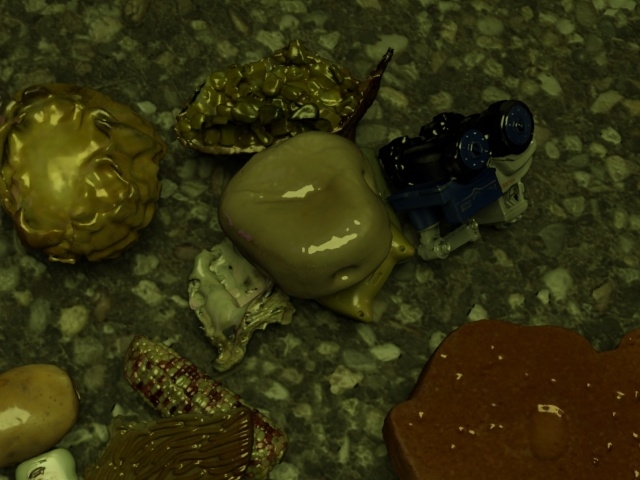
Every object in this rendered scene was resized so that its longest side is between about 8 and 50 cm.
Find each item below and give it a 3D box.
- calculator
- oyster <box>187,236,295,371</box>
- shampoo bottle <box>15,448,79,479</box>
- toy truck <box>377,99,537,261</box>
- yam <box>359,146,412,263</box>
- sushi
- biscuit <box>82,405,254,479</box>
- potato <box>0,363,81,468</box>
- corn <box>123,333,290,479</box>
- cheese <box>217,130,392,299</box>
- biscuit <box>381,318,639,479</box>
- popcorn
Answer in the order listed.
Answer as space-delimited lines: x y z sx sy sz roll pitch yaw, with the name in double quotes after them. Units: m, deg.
0.000 0.000 1.601 0.237 0.033 0.157 33 96 23 "calculator"
-0.111 0.083 1.590 0.163 0.081 0.191 15 69 29 "oyster"
-0.329 0.344 1.496 0.077 0.045 0.151 -19 76 -11 "shampoo bottle"
0.202 -0.083 1.621 0.213 0.161 0.176 -30 103 -34 "toy truck"
0.069 -0.041 1.638 0.078 0.078 0.179 -18 77 -10 "yam"
-0.050 -0.185 1.618 0.297 0.179 0.166 2 61 -5 "sushi"
-0.185 0.269 1.486 0.176 0.031 0.228 45 105 4 "biscuit"
-0.388 0.223 1.492 0.178 0.109 0.118 -28 57 -10 "potato"
-0.155 0.215 1.532 0.253 0.086 0.086 37 73 7 "corn"
-0.016 -0.041 1.520 0.235 0.117 0.217 16 67 18 "cheese"
0.306 0.261 1.518 0.456 0.078 0.349 4 49 -4 "biscuit"
-0.316 -0.090 1.564 0.250 0.190 0.250 3 75 -11 "popcorn"
